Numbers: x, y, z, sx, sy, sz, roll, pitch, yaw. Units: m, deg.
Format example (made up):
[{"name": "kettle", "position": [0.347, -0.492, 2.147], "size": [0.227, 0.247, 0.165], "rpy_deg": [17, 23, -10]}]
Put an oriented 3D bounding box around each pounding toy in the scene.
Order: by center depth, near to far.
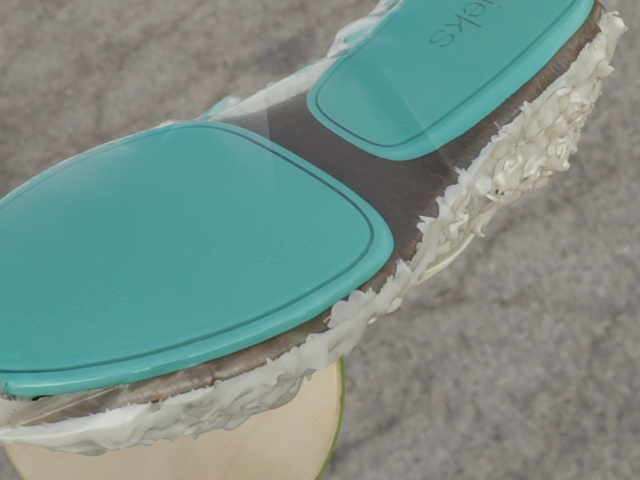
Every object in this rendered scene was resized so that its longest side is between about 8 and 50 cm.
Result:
[{"name": "pounding toy", "position": [-0.101, 0.066, 0.829], "size": [0.236, 0.183, 0.110], "rpy_deg": [-1, 9, 6]}]

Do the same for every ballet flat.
[{"name": "ballet flat", "position": [0.000, 0.000, 0.681], "size": [0.147, 0.147, 0.409], "rpy_deg": [12, 35, 44]}]
